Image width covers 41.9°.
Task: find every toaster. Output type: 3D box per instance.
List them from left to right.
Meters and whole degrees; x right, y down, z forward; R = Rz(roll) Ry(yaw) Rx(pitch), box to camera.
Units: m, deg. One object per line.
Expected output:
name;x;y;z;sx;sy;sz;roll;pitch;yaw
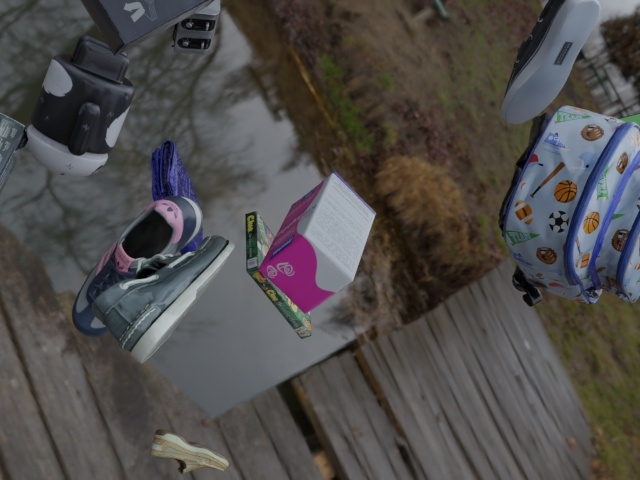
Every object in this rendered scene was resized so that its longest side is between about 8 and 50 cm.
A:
toaster;-0.334;-0.613;2.231;0.110;0.168;0.185;5;62;-16

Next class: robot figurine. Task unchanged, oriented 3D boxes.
robot figurine;-0.474;-0.261;1.668;0.174;0.278;0.209;30;15;13

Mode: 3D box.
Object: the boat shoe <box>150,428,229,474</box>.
boat shoe;-0.295;0.486;1.858;0.190;0.068;0.072;28;63;-22

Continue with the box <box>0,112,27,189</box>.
box;-0.600;-0.110;1.507;0.051;0.220;0.175;26;-8;-15

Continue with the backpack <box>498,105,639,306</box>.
backpack;0.356;-0.045;1.119;0.263;0.213;0.276;28;80;-52

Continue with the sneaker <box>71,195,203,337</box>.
sneaker;-0.344;0.045;1.456;0.112;0.319;0.131;41;9;8

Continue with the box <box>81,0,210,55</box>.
box;-0.237;-0.351;1.088;0.156;0.158;0.093;60;-18;-13

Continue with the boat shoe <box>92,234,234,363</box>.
boat shoe;-0.205;0.050;1.131;0.099;0.116;0.319;36;24;-3

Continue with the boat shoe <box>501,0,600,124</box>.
boat shoe;0.329;-0.281;1.249;0.080;0.228;0.076;0;45;-23

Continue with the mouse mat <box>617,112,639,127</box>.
mouse mat;0.688;-0.214;1.690;0.189;0.153;0.007;-85;157;-52

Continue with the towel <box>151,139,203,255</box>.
towel;-0.391;-0.091;2.266;0.308;0.076;0.227;76;6;-54

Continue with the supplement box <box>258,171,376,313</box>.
supplement box;0.000;0.000;1.371;0.114;0.111;0.220;44;30;-15

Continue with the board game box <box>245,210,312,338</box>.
board game box;-0.079;0.071;1.611;0.259;0.030;0.136;57;23;-49
